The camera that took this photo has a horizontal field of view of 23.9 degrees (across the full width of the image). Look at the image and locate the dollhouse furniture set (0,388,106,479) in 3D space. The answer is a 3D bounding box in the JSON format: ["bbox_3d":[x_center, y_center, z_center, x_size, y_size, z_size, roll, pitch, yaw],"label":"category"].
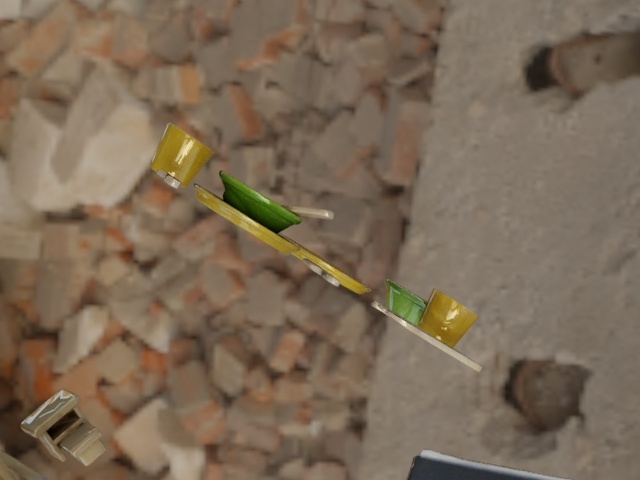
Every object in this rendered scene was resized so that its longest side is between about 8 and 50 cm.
[{"bbox_3d":[-0.259,0.195,1.349,0.182,0.161,0.101,11,137,57],"label":"dollhouse furniture set"}]

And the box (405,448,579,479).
[{"bbox_3d":[0.119,0.383,0.919,0.293,0.212,0.395,67,-142,-49],"label":"box"}]

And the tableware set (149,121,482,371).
[{"bbox_3d":[0.000,0.000,0.616,0.024,0.154,0.104,-59,12,0],"label":"tableware set"}]
